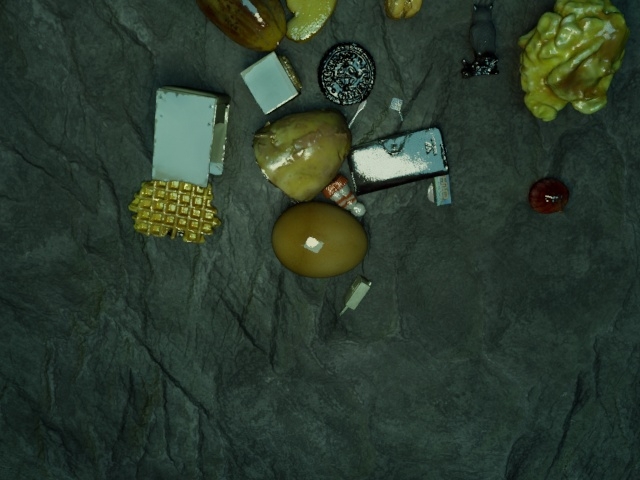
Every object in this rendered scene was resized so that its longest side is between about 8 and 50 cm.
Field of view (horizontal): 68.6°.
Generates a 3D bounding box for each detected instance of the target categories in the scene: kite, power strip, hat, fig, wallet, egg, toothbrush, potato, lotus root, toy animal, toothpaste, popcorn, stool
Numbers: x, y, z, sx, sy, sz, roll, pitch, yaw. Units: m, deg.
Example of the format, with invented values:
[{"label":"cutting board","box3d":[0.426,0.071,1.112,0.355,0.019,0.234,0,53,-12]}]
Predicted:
[{"label":"kite","box3d":[0.248,-0.427,1.530,0.044,0.002,0.078,-4,108,0]},{"label":"power strip","box3d":[0.118,0.203,1.692,0.042,0.075,0.175,30,104,-12]},{"label":"hat","box3d":[0.082,-0.138,1.561,0.093,0.112,0.162,-35,106,14]},{"label":"fig","box3d":[0.761,-0.144,1.573,0.128,0.150,0.129,15,117,32]},{"label":"wallet","box3d":[0.251,-0.260,1.540,0.317,0.045,0.173,-12,104,12]},{"label":"egg","box3d":[0.000,0.000,1.532,0.322,0.250,0.250,9,108,-11]},{"label":"toothbrush","box3d":[0.077,-0.349,1.541,0.018,0.024,0.257,37,105,9]},{"label":"potato","box3d":[-0.026,-0.288,1.414,0.237,0.289,0.301,-31,123,25]},{"label":"lotus root","box3d":[-0.216,-0.675,1.356,0.291,0.193,0.193,42,103,-4]},{"label":"toy animal","box3d":[0.485,-0.606,1.420,0.120,0.117,0.210,-5,110,7]},{"label":"toothpaste","box3d":[0.392,-0.216,1.579,0.070,0.044,0.194,-10,108,2]},{"label":"popcorn","box3d":[0.730,-0.545,1.372,0.279,0.274,0.335,-55,146,-17]},{"label":"stool","box3d":[-0.385,-0.319,1.421,0.170,0.244,0.270,8,107,-4]}]

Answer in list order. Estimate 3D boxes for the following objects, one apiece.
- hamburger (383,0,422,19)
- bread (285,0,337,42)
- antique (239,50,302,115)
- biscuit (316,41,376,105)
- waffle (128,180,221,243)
[{"label":"hamburger","box3d":[0.231,-0.737,1.328,0.107,0.214,0.214,-1,108,0]},{"label":"bread","box3d":[-0.046,-0.686,1.410,0.149,0.065,0.188,39,101,-3]},{"label":"antique","box3d":[-0.141,-0.479,1.426,0.147,0.152,0.147,-30,105,11]},{"label":"biscuit","box3d":[0.081,-0.519,1.468,0.194,0.053,0.195,0,108,-1]},{"label":"waffle","box3d":[-0.490,-0.093,1.587,0.309,0.065,0.283,-31,105,10]}]
